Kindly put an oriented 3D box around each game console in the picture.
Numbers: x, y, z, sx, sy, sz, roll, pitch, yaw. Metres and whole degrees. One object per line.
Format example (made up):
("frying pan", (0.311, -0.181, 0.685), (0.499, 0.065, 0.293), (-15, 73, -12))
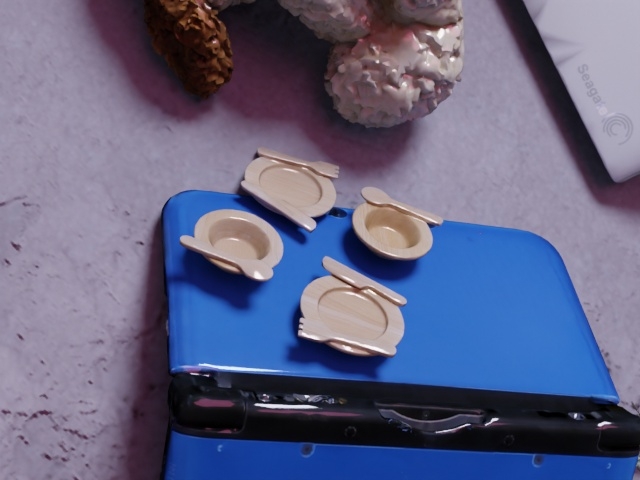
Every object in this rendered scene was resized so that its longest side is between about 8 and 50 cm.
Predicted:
("game console", (0.034, 0.120, 0.661), (0.293, 0.173, 0.250), (7, 103, -17))

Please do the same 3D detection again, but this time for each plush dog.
("plush dog", (-0.025, -0.216, 0.669), (0.225, 0.210, 0.262), (-5, 75, 3))

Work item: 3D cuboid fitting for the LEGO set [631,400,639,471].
("LEGO set", (0.222, 0.137, 0.728), (0.083, 0.023, 0.054), (29, 64, 5))

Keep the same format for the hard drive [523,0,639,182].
("hard drive", (0.306, -0.199, 0.723), (0.040, 0.307, 0.203), (-10, 74, -63))

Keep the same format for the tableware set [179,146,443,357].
("tableware set", (0.000, 0.000, 0.642), (0.141, 0.020, 0.169), (25, 39, 5))
